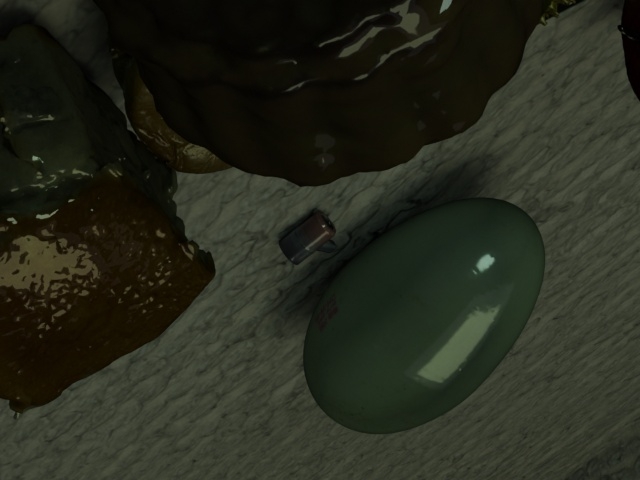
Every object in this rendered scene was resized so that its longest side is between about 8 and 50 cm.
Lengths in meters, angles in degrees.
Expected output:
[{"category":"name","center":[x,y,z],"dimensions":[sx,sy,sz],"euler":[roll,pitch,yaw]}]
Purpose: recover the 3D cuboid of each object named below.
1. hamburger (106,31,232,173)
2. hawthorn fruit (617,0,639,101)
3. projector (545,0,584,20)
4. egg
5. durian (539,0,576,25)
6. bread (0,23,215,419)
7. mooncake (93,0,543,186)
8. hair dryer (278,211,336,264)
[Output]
[{"category":"hamburger","center":[-0.091,-0.166,1.365],"dimensions":[0.189,0.122,0.215],"euler":[-34,144,10]},{"category":"hawthorn fruit","center":[0.397,-0.205,1.489],"dimensions":[0.300,0.254,0.254],"euler":[1,143,-34]},{"category":"projector","center":[0.134,-0.228,1.514],"dimensions":[0.337,0.108,0.108],"euler":[-27,156,-4]},{"category":"egg","center":[0.131,0.093,1.991],"dimensions":[0.371,0.230,0.230],"euler":[-46,151,21]},{"category":"durian","center":[0.176,-0.287,1.358],"dimensions":[0.237,0.193,0.138],"euler":[-27,-175,45]},{"category":"bread","center":[-0.256,-0.026,1.339],"dimensions":[0.250,0.225,0.279],"euler":[-35,145,0]},{"category":"mooncake","center":[-0.003,-0.213,1.144],"dimensions":[0.324,0.324,0.187],"euler":[-30,150,1]},{"category":"hair dryer","center":[0.000,0.000,1.909],"dimensions":[0.063,0.037,0.114],"euler":[-38,162,15]}]
